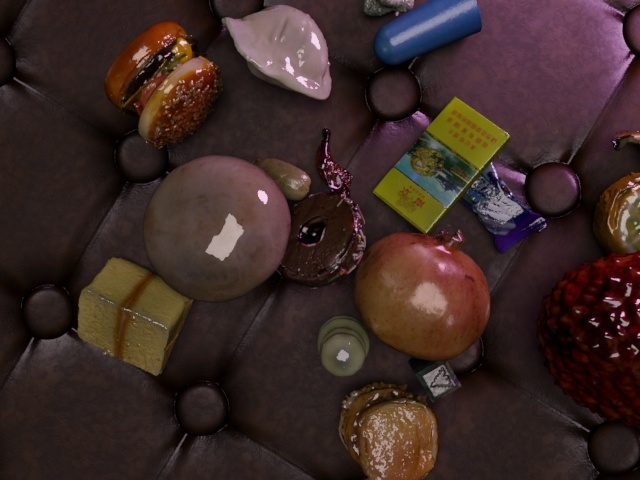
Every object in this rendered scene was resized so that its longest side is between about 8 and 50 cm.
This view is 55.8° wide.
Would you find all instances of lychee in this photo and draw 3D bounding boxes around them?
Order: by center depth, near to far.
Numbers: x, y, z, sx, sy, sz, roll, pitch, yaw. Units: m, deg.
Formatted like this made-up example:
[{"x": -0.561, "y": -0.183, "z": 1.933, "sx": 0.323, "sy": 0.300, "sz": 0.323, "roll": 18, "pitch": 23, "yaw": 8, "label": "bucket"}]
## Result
[{"x": 0.762, "y": 0.229, "z": 1.403, "sx": 0.499, "sy": 0.424, "sz": 0.425, "roll": 5, "pitch": 90, "yaw": 22, "label": "lychee"}]

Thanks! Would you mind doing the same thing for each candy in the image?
[{"x": 0.840, "y": -0.049, "z": 1.558, "sx": 0.259, "sy": 0.118, "sz": 0.260, "roll": 0, "pitch": 92, "yaw": 3, "label": "candy"}, {"x": 0.457, "y": -0.102, "z": 1.594, "sx": 0.145, "sy": 0.070, "sz": 0.275, "roll": -39, "pitch": 86, "yaw": 8, "label": "candy"}]

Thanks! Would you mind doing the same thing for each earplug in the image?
[{"x": 0.266, "y": -0.548, "z": 1.576, "sx": 0.272, "sy": 0.132, "sz": 0.133, "roll": -24, "pitch": 89, "yaw": 5, "label": "earplug"}]

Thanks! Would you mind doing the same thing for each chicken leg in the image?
[{"x": 0.029, "y": -0.197, "z": 1.617, "sx": 0.093, "sy": 0.053, "sz": 0.205, "roll": -26, "pitch": 96, "yaw": -21, "label": "chicken leg"}]

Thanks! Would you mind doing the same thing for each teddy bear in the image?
[{"x": 0.218, "y": -0.662, "z": 1.580, "sx": 0.111, "sy": 0.133, "sz": 0.213, "roll": 43, "pitch": 77, "yaw": -18, "label": "teddy bear"}]

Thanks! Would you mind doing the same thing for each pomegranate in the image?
[{"x": 0.250, "y": 0.114, "z": 1.464, "sx": 0.338, "sy": 0.338, "sz": 0.339, "roll": 0, "pitch": 90, "yaw": 2, "label": "pomegranate"}]

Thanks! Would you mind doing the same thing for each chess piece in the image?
[{"x": 0.058, "y": 0.270, "z": 1.511, "sx": 0.144, "sy": 0.251, "sz": 0.145, "roll": 0, "pitch": 89, "yaw": 2, "label": "chess piece"}]

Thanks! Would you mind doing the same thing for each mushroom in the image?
[{"x": -0.248, "y": -0.025, "z": 1.491, "sx": 0.362, "sy": 0.294, "sz": 0.363, "roll": -2, "pitch": 79, "yaw": 8, "label": "mushroom"}]

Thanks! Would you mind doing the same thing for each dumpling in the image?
[{"x": -0.104, "y": -0.489, "z": 1.533, "sx": 0.318, "sy": 0.243, "sz": 0.187, "roll": 44, "pitch": 121, "yaw": 12, "label": "dumpling"}]

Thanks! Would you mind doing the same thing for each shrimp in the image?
[{"x": 0.834, "y": -0.201, "z": 1.502, "sx": 0.222, "sy": 0.290, "sz": 0.054, "roll": 19, "pitch": 131, "yaw": 4, "label": "shrimp"}]

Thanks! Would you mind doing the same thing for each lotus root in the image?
[{"x": -0.111, "y": -0.167, "z": 1.594, "sx": 0.183, "sy": 0.077, "sz": 0.090, "roll": 28, "pitch": 87, "yaw": 17, "label": "lotus root"}]

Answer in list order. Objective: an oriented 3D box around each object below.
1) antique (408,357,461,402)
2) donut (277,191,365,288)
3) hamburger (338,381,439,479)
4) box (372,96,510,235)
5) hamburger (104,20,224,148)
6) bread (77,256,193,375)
[{"x": 0.289, "y": 0.338, "z": 1.539, "sx": 0.086, "sy": 0.183, "sz": 0.088, "roll": -31, "pitch": 88, "yaw": 2, "label": "antique"}, {"x": 0.000, "y": 0.000, "z": 1.535, "sx": 0.269, "sy": 0.103, "sz": 0.270, "roll": -18, "pitch": 54, "yaw": 26, "label": "donut"}, {"x": 0.167, "y": 0.478, "z": 1.529, "sx": 0.260, "sy": 0.211, "sz": 0.245, "roll": 36, "pitch": 83, "yaw": -4, "label": "hamburger"}, {"x": 0.314, "y": -0.194, "z": 1.585, "sx": 0.187, "sy": 0.047, "sz": 0.335, "roll": 41, "pitch": 91, "yaw": 18, "label": "box"}, {"x": -0.383, "y": -0.383, "z": 1.527, "sx": 0.225, "sy": 0.291, "sz": 0.291, "roll": 43, "pitch": 91, "yaw": -1, "label": "hamburger"}, {"x": -0.496, "y": 0.206, "z": 1.620, "sx": 0.263, "sy": 0.198, "sz": 0.236, "roll": 25, "pitch": 124, "yaw": 3, "label": "bread"}]
